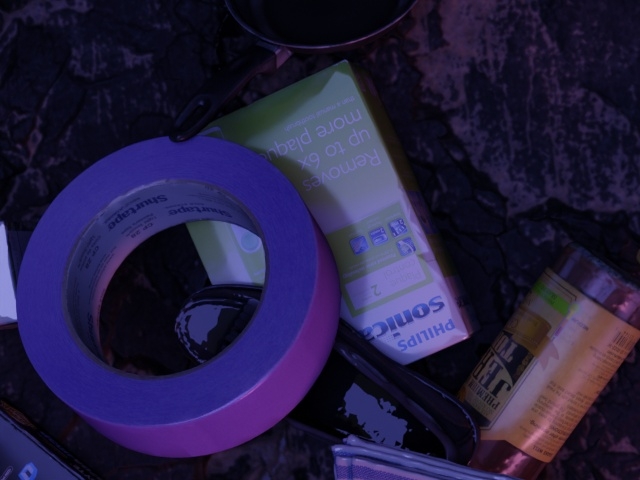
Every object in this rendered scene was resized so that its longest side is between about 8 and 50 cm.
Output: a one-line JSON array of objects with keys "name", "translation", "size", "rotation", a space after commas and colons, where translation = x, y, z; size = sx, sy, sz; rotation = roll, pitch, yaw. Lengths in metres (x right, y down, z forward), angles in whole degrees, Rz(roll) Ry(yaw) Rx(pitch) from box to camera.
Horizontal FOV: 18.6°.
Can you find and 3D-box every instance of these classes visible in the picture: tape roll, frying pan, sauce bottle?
[{"name": "tape roll", "translation": [-0.124, 0.048, 1.723], "size": [0.275, 0.090, 0.275], "rotation": [-6, 67, 13]}, {"name": "frying pan", "translation": [-0.006, -0.195, 1.810], "size": [0.197, 0.053, 0.326], "rotation": [4, 52, 13]}, {"name": "sauce bottle", "translation": [0.178, 0.165, 1.826], "size": [0.111, 0.111, 0.344], "rotation": [35, 95, 9]}]

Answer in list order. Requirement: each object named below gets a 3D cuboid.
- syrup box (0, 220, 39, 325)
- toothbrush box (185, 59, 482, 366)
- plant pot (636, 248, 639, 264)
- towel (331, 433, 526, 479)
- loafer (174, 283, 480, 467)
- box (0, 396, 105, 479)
[{"name": "syrup box", "translation": [-0.294, 0.035, 1.851], "size": [0.096, 0.237, 0.093], "rotation": [-11, 88, 10]}, {"name": "toothbrush box", "translation": [0.000, 0.000, 1.855], "size": [0.206, 0.122, 0.283], "rotation": [-24, 87, 10]}, {"name": "plant pot", "translation": [0.342, 0.013, 1.814], "size": [0.083, 0.081, 0.081], "rotation": [26, 95, 20]}, {"name": "towel", "translation": [0.113, 0.304, 1.729], "size": [0.209, 0.034, 0.285], "rotation": [12, 128, 20]}, {"name": "loafer", "translation": [0.002, 0.125, 1.747], "size": [0.302, 0.095, 0.109], "rotation": [26, 97, 8]}, {"name": "box", "translation": [-0.321, 0.295, 1.952], "size": [0.175, 0.051, 0.220], "rotation": [39, 97, 8]}]
